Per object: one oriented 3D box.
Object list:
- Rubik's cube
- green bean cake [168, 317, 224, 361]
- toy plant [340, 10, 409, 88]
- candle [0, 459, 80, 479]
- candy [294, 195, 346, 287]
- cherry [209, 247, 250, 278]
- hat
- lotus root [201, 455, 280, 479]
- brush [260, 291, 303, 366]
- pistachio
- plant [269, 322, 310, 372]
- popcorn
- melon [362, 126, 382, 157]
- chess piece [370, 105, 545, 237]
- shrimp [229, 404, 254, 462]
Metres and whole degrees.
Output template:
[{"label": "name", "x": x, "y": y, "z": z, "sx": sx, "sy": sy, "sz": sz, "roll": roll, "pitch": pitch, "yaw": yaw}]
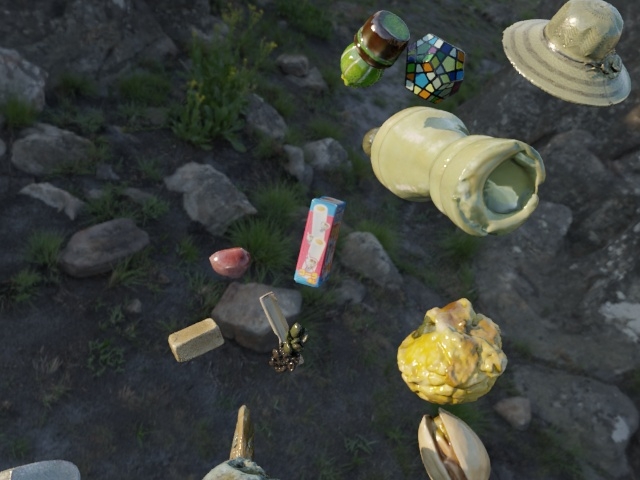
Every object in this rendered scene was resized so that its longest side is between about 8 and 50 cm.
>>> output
[{"label": "Rubik's cube", "x": 0.224, "y": -0.338, "z": 0.979, "sx": 0.133, "sy": 0.133, "sz": 0.112, "roll": 36, "pitch": 51, "yaw": 9}, {"label": "green bean cake", "x": -0.455, "y": 0.364, "z": 1.808, "sx": 0.179, "sy": 0.085, "sz": 0.109, "roll": -24, "pitch": 21, "yaw": -24}, {"label": "toy plant", "x": 0.098, "y": -0.363, "z": 0.969, "sx": 0.093, "sy": 0.162, "sz": 0.092, "roll": 13, "pitch": 62, "yaw": -26}, {"label": "candle", "x": -0.674, "y": 0.593, "z": 1.158, "sx": 0.168, "sy": 0.068, "sz": 0.192, "roll": 55, "pitch": 29, "yaw": -18}, {"label": "candy", "x": 0.001, "y": 0.000, "z": 1.772, "sx": 0.100, "sy": 0.305, "sz": 0.157, "roll": 15, "pitch": 11, "yaw": 13}, {"label": "cherry", "x": -0.280, "y": 0.075, "z": 1.566, "sx": 0.126, "sy": 0.106, "sz": 0.087, "roll": -15, "pitch": 44, "yaw": -22}, {"label": "hat", "x": 0.455, "y": -0.356, "z": 0.856, "sx": 0.252, "sy": 0.110, "sz": 0.251, "roll": 6, "pitch": 55, "yaw": -9}, {"label": "lotus root", "x": -0.114, "y": 0.431, "z": 0.577, "sx": 0.140, "sy": 0.158, "sz": 0.322, "roll": 19, "pitch": 71, "yaw": -38}, {"label": "brush", "x": -0.150, "y": 0.342, "z": 1.880, "sx": 0.060, "sy": 0.050, "sz": 0.320, "roll": -28, "pitch": 107, "yaw": -21}, {"label": "pistachio", "x": 0.416, "y": 0.665, "z": 1.552, "sx": 0.214, "sy": 0.194, "sz": 0.317, "roll": -84, "pitch": 149, "yaw": -73}, {"label": "plant", "x": -0.077, "y": 0.283, "z": 1.288, "sx": 0.085, "sy": 0.174, "sz": 0.087, "roll": 15, "pitch": 35, "yaw": -21}, {"label": "popcorn", "x": 0.495, "y": 0.435, "z": 1.831, "sx": 0.354, "sy": 0.390, "sz": 0.344, "roll": 31, "pitch": 13, "yaw": -41}, {"label": "melon", "x": 0.174, "y": -0.285, "z": 1.449, "sx": 0.098, "sy": 0.098, "sz": 0.131, "roll": 35, "pitch": 24, "yaw": 8}, {"label": "chess piece", "x": 0.275, "y": -0.153, "z": 1.061, "sx": 0.234, "sy": 0.234, "sz": 0.442, "roll": 14, "pitch": 17, "yaw": -16}, {"label": "shrimp", "x": -0.187, "y": 0.517, "z": 1.188, "sx": 0.059, "sy": 0.145, "sz": 0.254, "roll": 9, "pitch": 39, "yaw": -7}]
